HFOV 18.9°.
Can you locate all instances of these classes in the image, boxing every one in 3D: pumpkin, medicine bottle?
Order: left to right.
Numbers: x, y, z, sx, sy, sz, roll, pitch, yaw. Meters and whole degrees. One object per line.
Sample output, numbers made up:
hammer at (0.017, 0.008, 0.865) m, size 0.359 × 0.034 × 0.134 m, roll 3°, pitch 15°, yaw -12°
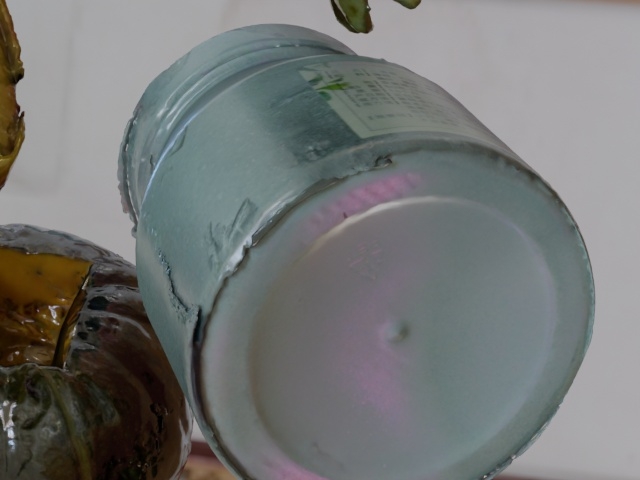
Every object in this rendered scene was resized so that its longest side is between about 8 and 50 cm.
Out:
pumpkin at (-0.252, 0.118, 1.561) m, size 0.320 × 0.320 × 0.192 m, roll -73°, pitch -8°, yaw -52°
medicine bottle at (0.000, 0.000, 1.190) m, size 0.290 × 0.245 × 0.245 m, roll -129°, pitch 37°, yaw -58°

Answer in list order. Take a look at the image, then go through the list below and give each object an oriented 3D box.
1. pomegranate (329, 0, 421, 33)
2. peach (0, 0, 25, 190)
pomegranate at (-0.027, -0.254, 1.249) m, size 0.263 × 0.211 × 0.211 m, roll 52°, pitch -154°, yaw -18°
peach at (-0.298, -0.116, 1.318) m, size 0.159 × 0.154 × 0.267 m, roll 27°, pitch -134°, yaw -55°
